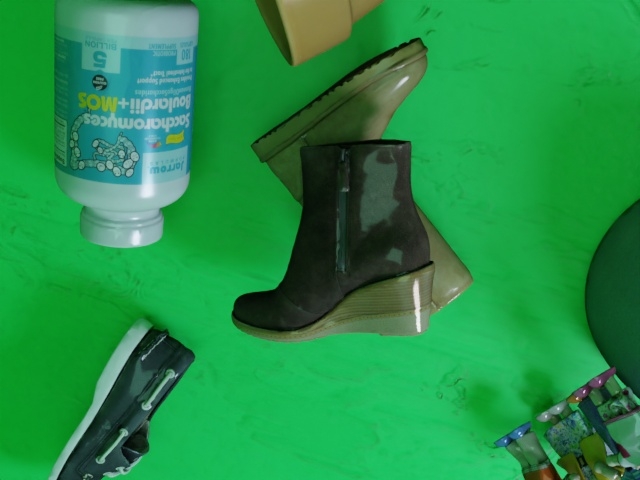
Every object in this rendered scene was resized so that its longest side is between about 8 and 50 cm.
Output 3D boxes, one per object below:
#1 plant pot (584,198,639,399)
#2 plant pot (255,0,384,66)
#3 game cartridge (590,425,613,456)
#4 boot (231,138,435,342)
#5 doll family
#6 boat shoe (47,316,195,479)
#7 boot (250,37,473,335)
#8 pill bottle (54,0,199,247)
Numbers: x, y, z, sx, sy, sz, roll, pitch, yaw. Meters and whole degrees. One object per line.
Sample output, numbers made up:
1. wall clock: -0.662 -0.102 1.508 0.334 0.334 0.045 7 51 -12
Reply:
1. plant pot: 0.435 0.091 0.880 0.290 0.195 0.290 3 109 8
2. plant pot: 0.010 -0.330 0.763 0.203 0.291 0.291 -24 105 -1
3. game cartridge: 0.370 0.238 1.039 0.083 0.017 0.056 -2 113 9
4. boot: 0.000 0.000 0.919 0.248 0.090 0.207 -4 102 27
5. doll family: 0.328 0.241 0.954 0.163 0.118 0.263 59 147 18
6. boat shoe: -0.256 0.243 1.080 0.091 0.114 0.302 30 112 3
7. boot: 0.084 -0.054 0.941 0.236 0.089 0.269 -30 102 30
8. pill bottle: -0.210 -0.130 0.921 0.146 0.146 0.264 8 111 5
